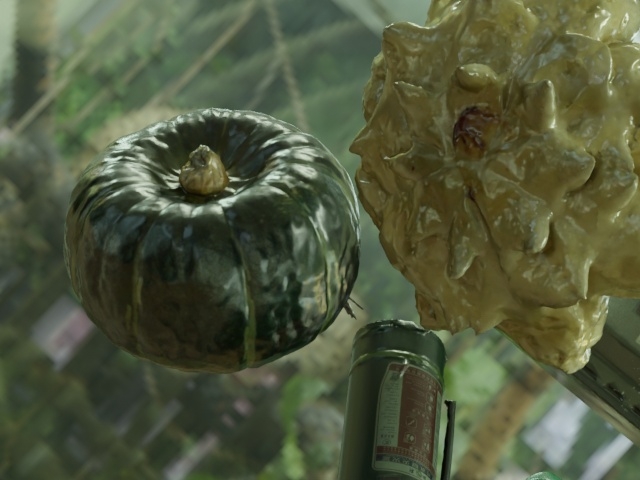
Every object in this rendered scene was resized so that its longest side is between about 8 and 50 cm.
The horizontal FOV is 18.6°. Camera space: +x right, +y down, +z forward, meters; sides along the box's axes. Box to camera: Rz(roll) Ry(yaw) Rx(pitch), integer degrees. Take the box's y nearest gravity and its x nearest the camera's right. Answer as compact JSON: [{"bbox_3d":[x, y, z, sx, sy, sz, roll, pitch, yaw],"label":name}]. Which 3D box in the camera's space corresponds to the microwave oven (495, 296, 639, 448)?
[{"bbox_3d":[0.423,0.129,2.163,0.432,0.236,0.374,39,-1,2],"label":"microwave oven"}]

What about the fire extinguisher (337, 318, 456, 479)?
[{"bbox_3d":[0.062,0.209,1.739,0.118,0.093,0.294,32,43,-25],"label":"fire extinguisher"}]

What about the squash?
[{"bbox_3d":[-0.089,-0.003,1.629,0.252,0.252,0.165,40,-36,37],"label":"squash"}]

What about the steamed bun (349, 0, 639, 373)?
[{"bbox_3d":[0.135,-0.047,1.383,0.292,0.295,0.137,44,24,20],"label":"steamed bun"}]

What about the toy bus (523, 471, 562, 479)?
[{"bbox_3d":[0.110,0.340,1.487,0.183,0.343,0.199,49,-9,41],"label":"toy bus"}]

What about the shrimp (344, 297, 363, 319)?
[{"bbox_3d":[0.000,0.000,1.864,0.065,0.056,0.165,-40,111,-57],"label":"shrimp"}]
